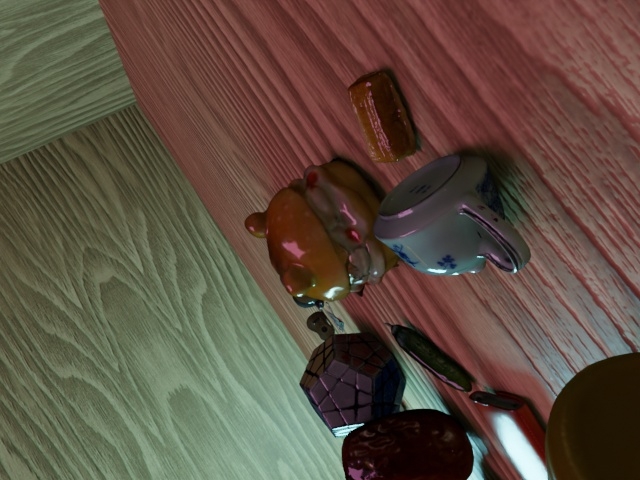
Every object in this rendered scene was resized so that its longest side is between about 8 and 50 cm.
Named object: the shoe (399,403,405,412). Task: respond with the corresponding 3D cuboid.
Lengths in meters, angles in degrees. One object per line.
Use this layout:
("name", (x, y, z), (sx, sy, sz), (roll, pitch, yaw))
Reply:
("shoe", (0.223, 0.586, 1.475), (0.207, 0.106, 0.091), (36, 155, 37))

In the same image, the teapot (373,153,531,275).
("teapot", (0.164, -0.015, 0.530), (0.158, 0.159, 0.232), (61, 171, -13))

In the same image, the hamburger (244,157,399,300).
("hamburger", (0.000, 0.000, 0.844), (0.276, 0.237, 0.276), (52, 162, 25))

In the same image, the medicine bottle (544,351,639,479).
("medicine bottle", (0.362, 0.315, 0.431), (0.224, 0.225, 0.384), (32, 150, 54))

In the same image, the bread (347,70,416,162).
("bread", (0.088, -0.173, 0.604), (0.074, 0.053, 0.132), (9, 130, 62))

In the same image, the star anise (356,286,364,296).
("star anise", (0.022, 0.048, 1.072), (0.213, 0.111, 0.196), (29, -173, -9))

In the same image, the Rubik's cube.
("Rubik's cube", (0.097, 0.435, 1.281), (0.264, 0.319, 0.318), (-5, 120, 41))

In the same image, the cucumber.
("cucumber", (0.237, 0.256, 0.950), (0.250, 0.056, 0.056), (38, 155, 42))

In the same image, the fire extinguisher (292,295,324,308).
("fire extinguisher", (-0.014, 0.116, 1.319), (0.201, 0.113, 0.376), (27, 155, 13))

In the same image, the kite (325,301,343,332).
("kite", (0.052, 0.289, 1.578), (0.139, 0.011, 0.156), (20, 140, 59))

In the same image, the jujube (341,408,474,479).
("jujube", (0.217, 0.540, 1.068), (0.223, 0.319, 0.222), (-12, -90, -82))

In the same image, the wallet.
("wallet", (0.379, 0.376, 0.787), (0.204, 0.045, 0.142), (56, 161, 0))

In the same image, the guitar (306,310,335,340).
("guitar", (0.054, 0.396, 1.673), (0.271, 0.084, 0.038), (45, 163, 16))
